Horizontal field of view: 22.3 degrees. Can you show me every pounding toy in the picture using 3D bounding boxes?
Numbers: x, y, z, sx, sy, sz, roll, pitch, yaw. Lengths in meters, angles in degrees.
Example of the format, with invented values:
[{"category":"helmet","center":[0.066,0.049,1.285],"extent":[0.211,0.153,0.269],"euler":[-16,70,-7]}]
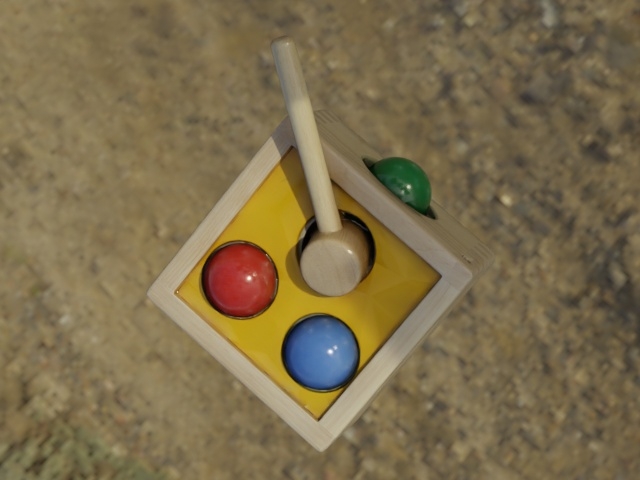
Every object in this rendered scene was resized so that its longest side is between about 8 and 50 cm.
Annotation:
[{"category":"pounding toy","center":[0.000,0.000,0.740],"extent":[0.130,0.100,0.141],"euler":[41,105,7]}]
